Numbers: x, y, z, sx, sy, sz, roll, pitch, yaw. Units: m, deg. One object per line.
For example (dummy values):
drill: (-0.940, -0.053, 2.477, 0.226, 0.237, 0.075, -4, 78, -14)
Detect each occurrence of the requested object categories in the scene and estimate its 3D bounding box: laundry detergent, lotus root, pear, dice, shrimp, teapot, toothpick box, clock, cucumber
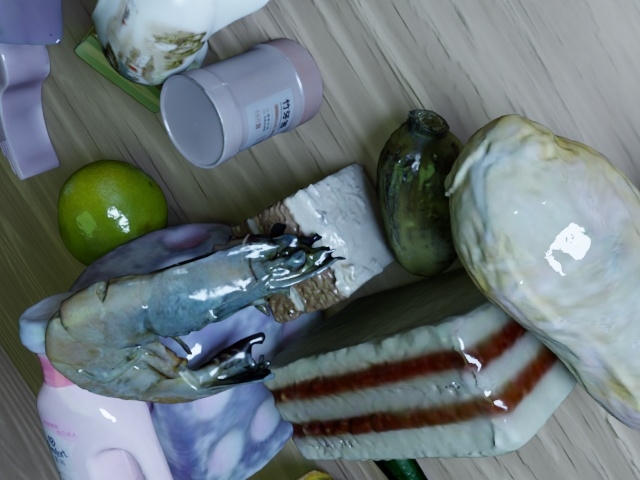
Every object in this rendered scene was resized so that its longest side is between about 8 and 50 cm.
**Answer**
laundry detergent: (-0.245, 0.220, 0.691, 0.158, 0.088, 0.336, 1, 114, 24)
lotus root: (0.099, -0.043, 0.598, 0.089, 0.081, 0.180, 6, 127, 17)
pear: (-0.334, -0.056, 0.975, 0.216, 0.166, 0.180, 59, 159, 32)
dice: (-0.172, 0.151, 0.852, 0.271, 0.270, 0.270, 19, 128, 35)
shrimp: (-0.110, 0.091, 0.598, 0.075, 0.289, 0.178, -123, 16, -51)
teapot: (-0.147, -0.252, 0.639, 0.139, 0.205, 0.298, 21, 171, -26)
toothpick box: (-0.080, -0.148, 0.651, 0.098, 0.149, 0.099, 25, 131, 31)
clock: (-0.560, -0.256, 1.110, 0.275, 0.080, 0.291, 4, 119, 44)
cucumber: (0.121, 0.338, 0.859, 0.056, 0.056, 0.284, -24, 103, 50)

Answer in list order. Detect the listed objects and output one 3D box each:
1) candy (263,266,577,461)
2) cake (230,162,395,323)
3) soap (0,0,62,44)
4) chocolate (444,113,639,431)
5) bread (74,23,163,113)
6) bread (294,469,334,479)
candy: (0.101, 0.126, 0.637, 0.320, 0.179, 0.135, -24, 96, 49)
cake: (0.000, 0.000, 0.694, 0.147, 0.134, 0.135, -29, 92, 39)
soap: (-0.480, -0.441, 0.845, 0.296, 0.107, 0.286, 27, 121, 30)
chocolate: (0.208, 0.040, 0.460, 0.309, 0.134, 0.134, 46, 143, -16)
bread: (-0.254, -0.256, 0.857, 0.139, 0.084, 0.074, 37, 148, -28)
bread: (0.010, 0.472, 0.994, 0.143, 0.139, 0.229, 16, 127, 35)
